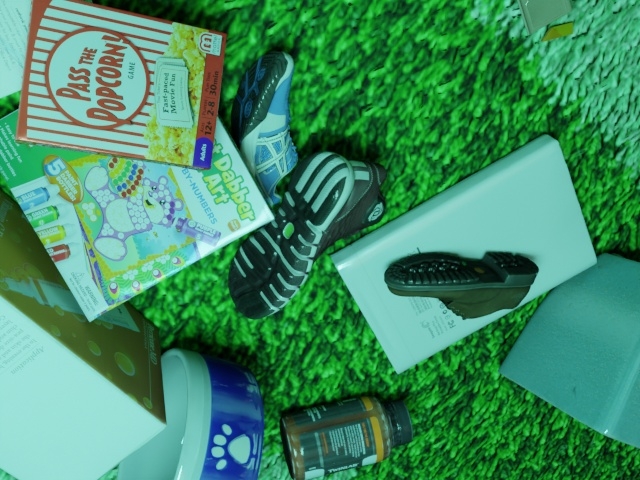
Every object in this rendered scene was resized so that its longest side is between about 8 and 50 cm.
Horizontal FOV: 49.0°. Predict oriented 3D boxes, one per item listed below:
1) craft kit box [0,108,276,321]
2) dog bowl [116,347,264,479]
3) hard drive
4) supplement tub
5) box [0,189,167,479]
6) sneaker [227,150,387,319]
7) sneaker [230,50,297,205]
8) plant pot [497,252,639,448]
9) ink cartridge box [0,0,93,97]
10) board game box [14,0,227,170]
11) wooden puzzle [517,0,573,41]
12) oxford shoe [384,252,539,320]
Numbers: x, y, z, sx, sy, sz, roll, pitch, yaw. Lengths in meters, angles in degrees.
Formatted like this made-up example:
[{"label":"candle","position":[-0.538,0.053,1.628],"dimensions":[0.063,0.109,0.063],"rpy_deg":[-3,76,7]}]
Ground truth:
[{"label":"craft kit box","position":[-0.217,-0.074,0.809],"dimensions":[0.247,0.061,0.250],"rpy_deg":[-30,95,-1]},{"label":"dog bowl","position":[-0.179,0.282,0.934],"dimensions":[0.104,0.265,0.265],"rpy_deg":[18,110,-26]},{"label":"hard drive","position":[0.219,0.028,1.042],"dimensions":[0.353,0.047,0.233],"rpy_deg":[-29,120,1]},{"label":"supplement tub","position":[0.041,0.303,1.098],"dimensions":[0.198,0.106,0.106],"rpy_deg":[-10,118,-10]},{"label":"box","position":[-0.362,0.107,0.822],"dimensions":[0.168,0.215,0.345],"rpy_deg":[-38,120,5]},{"label":"sneaker","position":[0.000,0.000,0.940],"dimensions":[0.162,0.106,0.281],"rpy_deg":[-8,146,-46]},{"label":"sneaker","position":[-0.067,-0.133,0.871],"dimensions":[0.081,0.080,0.211],"rpy_deg":[5,124,-25]},{"label":"plant pot","position":[0.481,0.165,1.084],"dimensions":[0.248,0.247,0.252],"rpy_deg":[24,91,-24]},{"label":"ink cartridge box","position":[-0.330,-0.210,0.720],"dimensions":[0.198,0.067,0.115],"rpy_deg":[-34,115,-33]},{"label":"board game box","position":[-0.202,-0.158,0.723],"dimensions":[0.193,0.045,0.147],"rpy_deg":[6,90,-22]},{"label":"wooden puzzle","position":[0.288,-0.311,0.910],"dimensions":[0.078,0.014,0.116],"rpy_deg":[-26,120,-7]},{"label":"oxford shoe","position":[0.193,0.073,0.985],"dimensions":[0.227,0.083,0.096],"rpy_deg":[3,120,-15]}]
